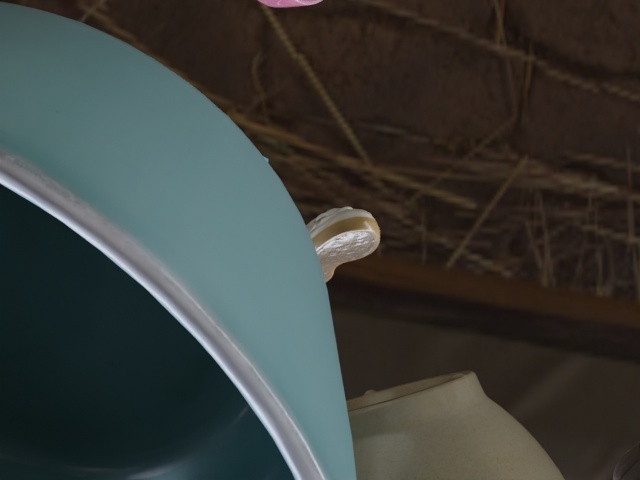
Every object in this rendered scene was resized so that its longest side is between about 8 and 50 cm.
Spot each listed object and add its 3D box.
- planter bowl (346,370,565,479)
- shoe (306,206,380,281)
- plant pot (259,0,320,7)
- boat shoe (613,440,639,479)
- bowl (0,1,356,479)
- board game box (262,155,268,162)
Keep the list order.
[{"bbox_3d":[0.041,0.125,0.717,0.162,0.162,0.109,-17,88,20],"label":"planter bowl"},{"bbox_3d":[0.000,0.000,1.523,0.077,0.058,0.219,-7,167,-20],"label":"shoe"},{"bbox_3d":[-0.091,-0.381,1.841,0.180,0.201,0.201,0,129,34],"label":"plant pot"},{"bbox_3d":[0.265,0.173,0.942,0.123,0.324,0.116,-37,92,13],"label":"boat shoe"},{"bbox_3d":[-0.118,0.047,0.492,0.312,0.163,0.311,8,124,11],"label":"bowl"},{"bbox_3d":[-0.251,-0.006,1.780,0.336,0.253,0.079,10,173,26],"label":"board game box"}]
